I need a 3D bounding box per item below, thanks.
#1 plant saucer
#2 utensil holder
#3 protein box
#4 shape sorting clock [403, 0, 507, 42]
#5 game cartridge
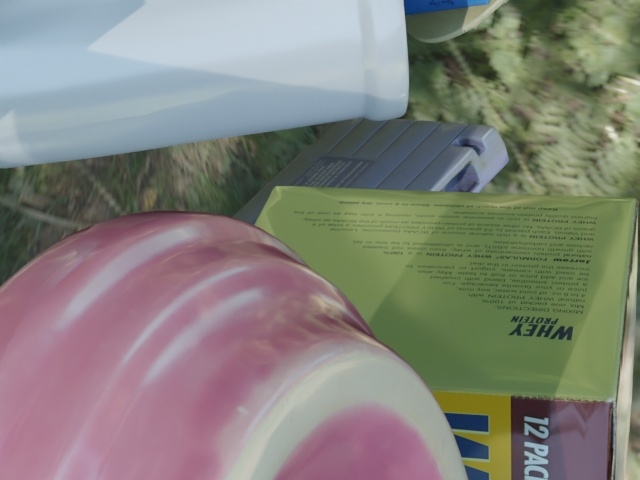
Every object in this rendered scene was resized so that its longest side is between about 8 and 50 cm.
[{"bbox_3d":[-0.026,0.156,0.566,0.084,0.332,0.332,0,101,26],"label":"plant saucer"},{"bbox_3d":[-0.135,-0.246,1.634,0.385,0.327,0.327,-9,100,-2],"label":"utensil holder"},{"bbox_3d":[0.054,0.078,0.881,0.200,0.201,0.136,2,117,12],"label":"protein box"},{"bbox_3d":[0.155,-0.281,1.725,0.040,0.206,0.206,38,94,-28],"label":"shape sorting clock"},{"bbox_3d":[0.000,0.000,1.754,0.355,0.230,0.068,-45,120,-30],"label":"game cartridge"}]
